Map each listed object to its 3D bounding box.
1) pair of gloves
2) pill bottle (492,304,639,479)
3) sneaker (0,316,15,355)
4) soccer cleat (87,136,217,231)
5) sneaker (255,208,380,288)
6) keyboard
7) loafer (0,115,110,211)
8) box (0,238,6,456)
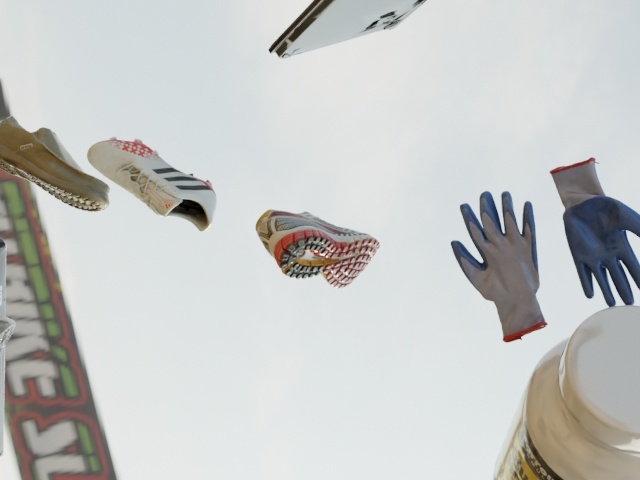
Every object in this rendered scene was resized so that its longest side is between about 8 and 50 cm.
[{"bbox_3d":[0.238,0.008,1.166,0.023,0.198,0.159,-6,76,-74],"label":"pair of gloves"},{"bbox_3d":[0.296,0.211,1.216,0.334,0.188,0.188,92,-27,-56],"label":"pill bottle"},{"bbox_3d":[-0.269,0.072,0.809,0.066,0.071,0.188,-60,-176,-1],"label":"sneaker"},{"bbox_3d":[-0.095,-0.032,0.660,0.029,0.083,0.035,-45,-146,30],"label":"soccer cleat"},{"bbox_3d":[0.000,0.000,1.542,0.088,0.225,0.093,-52,-122,13],"label":"sneaker"},{"bbox_3d":[0.102,-0.210,0.749,0.317,0.202,0.033,-29,-97,60],"label":"keyboard"},{"bbox_3d":[-0.249,-0.074,1.049,0.148,0.050,0.056,27,-14,15],"label":"loafer"},{"bbox_3d":[-0.419,0.142,1.085,0.076,0.242,0.307,36,-46,26],"label":"box"}]
